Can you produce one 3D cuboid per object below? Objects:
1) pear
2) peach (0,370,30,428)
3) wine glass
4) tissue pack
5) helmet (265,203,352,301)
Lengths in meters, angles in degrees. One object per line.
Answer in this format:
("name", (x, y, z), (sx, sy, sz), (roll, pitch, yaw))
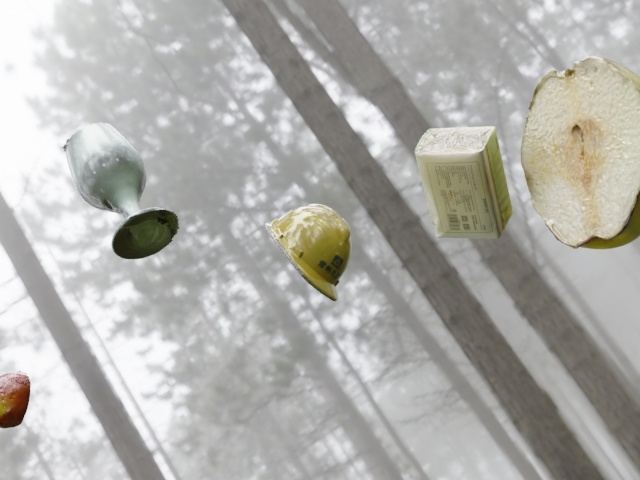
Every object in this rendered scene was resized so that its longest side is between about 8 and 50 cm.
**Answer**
("pear", (0.594, -0.175, 2.009), (0.191, 0.387, 0.340), (1, -10, -34))
("peach", (-0.460, 0.238, 1.456), (0.083, 0.077, 0.050), (-39, 14, -22))
("wine glass", (-0.339, -0.087, 1.645), (0.126, 0.241, 0.126), (-23, -35, -17))
("tissue pack", (0.317, -0.125, 2.147), (0.159, 0.234, 0.125), (1, 37, 29))
("helmet", (0.000, 0.000, 2.166), (0.140, 0.257, 0.205), (-46, -51, 7))
